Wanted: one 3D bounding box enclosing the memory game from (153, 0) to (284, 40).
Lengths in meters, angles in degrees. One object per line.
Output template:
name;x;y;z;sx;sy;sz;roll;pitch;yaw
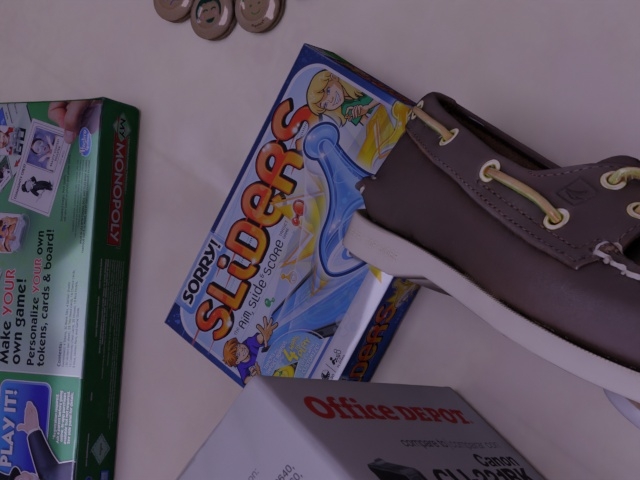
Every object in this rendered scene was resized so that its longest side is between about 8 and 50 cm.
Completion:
memory game;-0.054;-0.223;0.962;0.186;0.012;0.186;-5;82;36

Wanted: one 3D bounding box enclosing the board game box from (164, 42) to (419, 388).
board game box;0.000;0.000;0.882;0.136;0.035;0.201;35;104;33

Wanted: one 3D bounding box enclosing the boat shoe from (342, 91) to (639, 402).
boat shoe;0.124;0.005;0.675;0.324;0.117;0.096;29;100;58

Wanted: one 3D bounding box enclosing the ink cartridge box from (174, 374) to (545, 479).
ink cartridge box;0.072;0.193;0.707;0.273;0.197;0.114;43;108;31

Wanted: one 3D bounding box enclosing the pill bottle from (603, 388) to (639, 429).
pill bottle;0.197;0.042;0.715;0.067;0.067;0.120;41;108;32

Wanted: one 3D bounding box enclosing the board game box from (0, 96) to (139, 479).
board game box;-0.236;0.061;1.024;0.214;0.046;0.317;2;85;30
